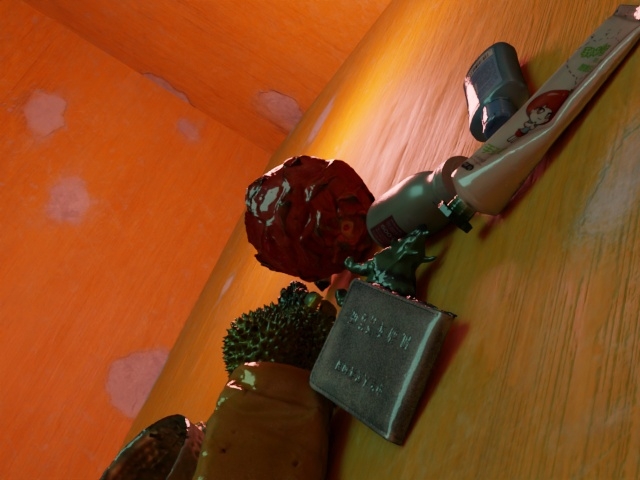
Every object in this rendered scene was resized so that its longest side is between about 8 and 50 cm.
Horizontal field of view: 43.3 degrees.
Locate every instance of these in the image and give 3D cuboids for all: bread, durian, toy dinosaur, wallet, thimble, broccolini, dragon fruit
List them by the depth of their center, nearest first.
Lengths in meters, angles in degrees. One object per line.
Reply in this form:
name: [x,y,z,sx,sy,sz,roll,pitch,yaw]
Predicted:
wallet: [0.068,0.140,0.995,0.167,0.036,0.222,-66,25,-3]
bread: [-0.074,0.293,1.047,0.294,0.166,0.132,-74,-5,-48]
toy dinosaur: [0.063,0.095,1.144,0.292,0.079,0.120,-53,35,21]
durian: [-0.059,0.181,1.289,0.146,0.198,0.159,-114,12,-75]
thimble: [-0.260,0.432,1.339,0.271,0.150,0.271,-37,19,15]
dragon fruit: [-0.018,-0.040,1.490,0.252,0.241,0.241,-28,28,35]
broccolini: [-0.073,0.166,1.626,0.091,0.068,0.203,-24,33,38]

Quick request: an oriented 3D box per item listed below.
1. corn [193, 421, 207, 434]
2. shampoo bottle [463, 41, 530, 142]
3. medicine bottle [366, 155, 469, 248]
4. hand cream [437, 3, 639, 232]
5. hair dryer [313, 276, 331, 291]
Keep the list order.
corn: [-0.260,0.434,1.609,0.318,0.115,0.115,-46,17,53]
shampoo bottle: [0.254,-0.206,1.170,0.104,0.061,0.258,-52,13,29]
medicine bottle: [0.148,-0.052,1.157,0.090,0.090,0.216,-64,13,-24]
hand cream: [0.271,-0.151,0.983,0.336,0.076,0.121,-50,14,11]
hair dryer: [0.000,0.000,1.643,0.073,0.131,0.236,-42,34,48]
